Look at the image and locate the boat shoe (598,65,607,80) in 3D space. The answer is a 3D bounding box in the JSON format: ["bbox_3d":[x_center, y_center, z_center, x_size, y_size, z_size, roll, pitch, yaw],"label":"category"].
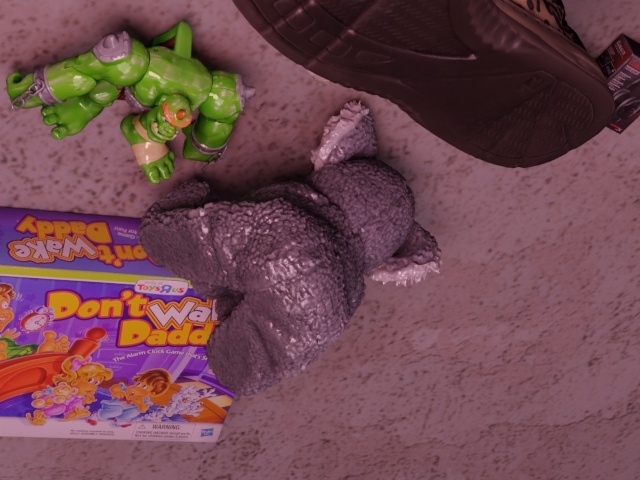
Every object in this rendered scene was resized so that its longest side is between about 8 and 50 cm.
[{"bbox_3d":[0.172,-0.172,1.272,0.073,0.073,0.207,-37,140,18],"label":"boat shoe"}]

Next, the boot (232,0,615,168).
[{"bbox_3d":[0.046,-0.237,0.996,0.138,0.284,0.377,-32,139,30],"label":"boot"}]

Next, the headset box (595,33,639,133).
[{"bbox_3d":[0.275,-0.143,1.356,0.062,0.032,0.083,23,126,-34],"label":"headset box"}]

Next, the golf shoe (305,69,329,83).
[{"bbox_3d":[-0.021,-0.203,1.200,0.086,0.069,0.176,4,134,8],"label":"golf shoe"}]

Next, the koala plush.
[{"bbox_3d":[0.000,0.000,1.293,0.221,0.196,0.203,-33,-171,-31],"label":"koala plush"}]

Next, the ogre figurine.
[{"bbox_3d":[-0.144,-0.117,1.223,0.197,0.097,0.118,34,137,-22],"label":"ogre figurine"}]

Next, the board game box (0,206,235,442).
[{"bbox_3d":[-0.239,0.083,1.404,0.347,0.078,0.233,4,133,-20],"label":"board game box"}]
